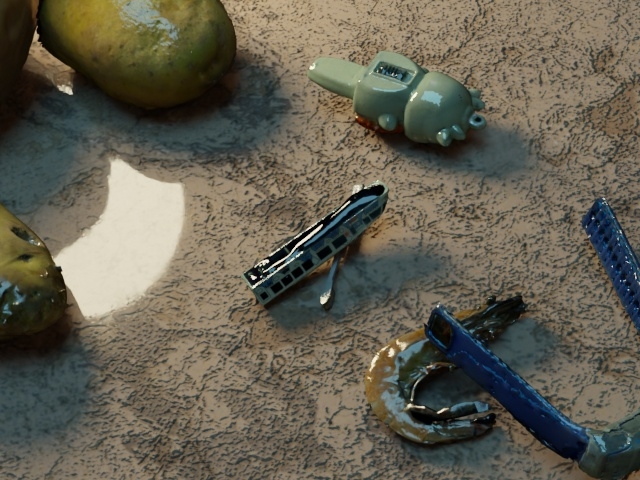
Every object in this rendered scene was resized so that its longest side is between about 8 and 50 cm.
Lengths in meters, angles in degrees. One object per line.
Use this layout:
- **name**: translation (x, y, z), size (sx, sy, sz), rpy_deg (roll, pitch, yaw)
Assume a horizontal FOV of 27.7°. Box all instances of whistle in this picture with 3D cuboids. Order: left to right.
- **whistle**: translation (0.099, -0.186, 1.686), size (0.253, 0.106, 0.102), rpy_deg (21, 28, 20)

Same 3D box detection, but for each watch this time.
- **watch**: translation (0.302, 0.107, 1.403), size (0.276, 0.068, 0.274), rpy_deg (-32, 56, -24)

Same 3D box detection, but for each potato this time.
- **potato**: translation (-0.434, 0.037, 1.607), size (0.296, 0.141, 0.191), rpy_deg (29, 46, 32)
- **potato**: translation (-0.239, -0.290, 1.808), size (0.266, 0.229, 0.229), rpy_deg (39, 67, 19)

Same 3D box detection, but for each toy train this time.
- **toy train**: translation (0.000, 0.000, 1.571), size (0.207, 0.047, 0.043), rpy_deg (-37, 32, -3)

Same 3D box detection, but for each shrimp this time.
- **shrimp**: translation (0.158, 0.140, 1.436), size (0.219, 0.046, 0.152), rpy_deg (-30, 51, -14)

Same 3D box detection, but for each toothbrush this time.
- **toothbrush**: translation (0.027, 0.005, 1.599), size (0.014, 0.017, 0.194), rpy_deg (-4, 49, 26)

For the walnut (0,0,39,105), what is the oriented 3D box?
- **walnut**: translation (-0.581, -0.312, 1.806), size (0.381, 0.381, 0.381), rpy_deg (-7, 50, 8)
